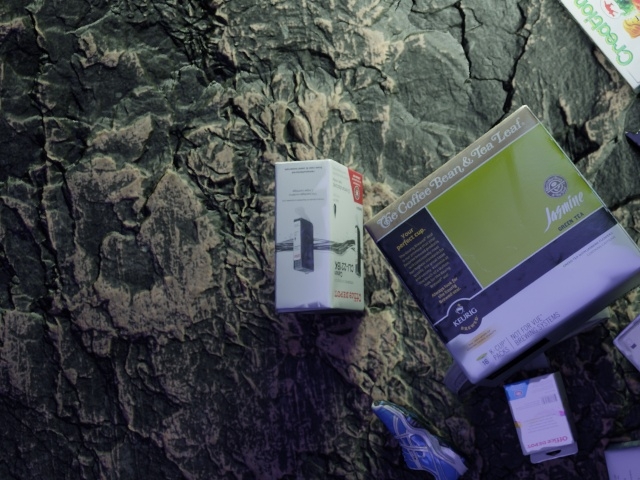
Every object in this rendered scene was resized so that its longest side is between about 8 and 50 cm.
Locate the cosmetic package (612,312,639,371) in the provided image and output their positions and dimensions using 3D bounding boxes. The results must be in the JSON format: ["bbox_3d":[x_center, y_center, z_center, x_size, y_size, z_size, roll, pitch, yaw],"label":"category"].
[{"bbox_3d":[0.571,0.172,1.638,0.129,0.296,0.153,-46,73,9],"label":"cosmetic package"}]

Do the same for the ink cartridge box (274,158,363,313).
[{"bbox_3d":[0.000,0.000,1.914,0.114,0.197,0.273,-1,85,20],"label":"ink cartridge box"}]

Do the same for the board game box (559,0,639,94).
[{"bbox_3d":[0.547,-0.438,1.833,0.193,0.053,0.305,-38,74,13],"label":"board game box"}]

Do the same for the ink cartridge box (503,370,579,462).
[{"bbox_3d":[0.390,0.310,1.800,0.092,0.090,0.143,-17,80,18],"label":"ink cartridge box"}]

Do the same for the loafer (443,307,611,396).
[{"bbox_3d":[0.361,0.184,1.812,0.319,0.112,0.111,-39,65,12],"label":"loafer"}]

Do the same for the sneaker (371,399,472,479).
[{"bbox_3d":[0.171,0.370,1.880,0.211,0.080,0.081,38,95,20],"label":"sneaker"}]

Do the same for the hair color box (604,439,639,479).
[{"bbox_3d":[0.672,0.405,1.677,0.374,0.113,0.185,-12,81,19],"label":"hair color box"}]

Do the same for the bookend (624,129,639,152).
[{"bbox_3d":[0.637,-0.184,1.766,0.157,0.072,0.156,44,99,19],"label":"bookend"}]

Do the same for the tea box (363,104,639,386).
[{"bbox_3d":[0.308,0.018,1.687,0.329,0.220,0.323,-36,73,10],"label":"tea box"}]
